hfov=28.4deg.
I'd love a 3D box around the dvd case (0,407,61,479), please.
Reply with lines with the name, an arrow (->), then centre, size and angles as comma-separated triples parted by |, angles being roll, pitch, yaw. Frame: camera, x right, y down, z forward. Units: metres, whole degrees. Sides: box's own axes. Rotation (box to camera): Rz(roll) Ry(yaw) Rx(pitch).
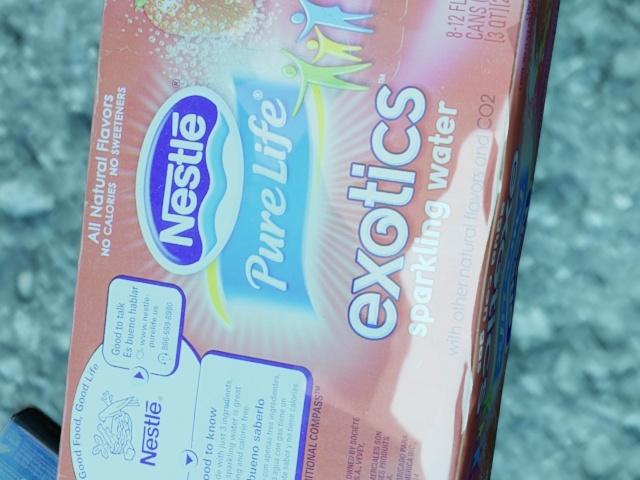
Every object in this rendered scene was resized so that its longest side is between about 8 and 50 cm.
dvd case -> -0.143, 0.233, 0.624 | 0.180, 0.022, 0.253 | 37, 103, 7

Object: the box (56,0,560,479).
box -> 0.000, 0.000, 0.499 | 0.154, 0.142, 0.299 | 8, 98, 13
